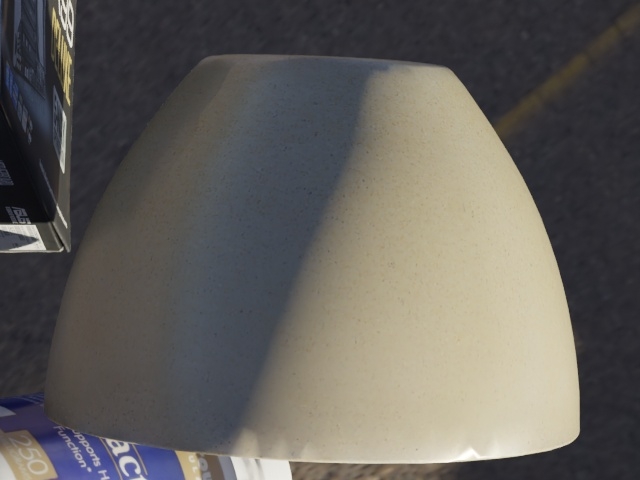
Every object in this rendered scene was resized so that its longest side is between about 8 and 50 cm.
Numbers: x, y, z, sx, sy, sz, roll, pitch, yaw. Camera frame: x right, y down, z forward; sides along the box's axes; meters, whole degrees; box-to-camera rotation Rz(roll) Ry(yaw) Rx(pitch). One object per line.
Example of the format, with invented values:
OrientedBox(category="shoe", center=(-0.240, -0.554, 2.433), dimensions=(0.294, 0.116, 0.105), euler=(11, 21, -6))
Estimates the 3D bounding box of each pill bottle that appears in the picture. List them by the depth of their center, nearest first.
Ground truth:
OrientedBox(category="pill bottle", center=(-0.143, 0.163, 1.072), dimensions=(0.265, 0.153, 0.153), euler=(-3, 71, -54))

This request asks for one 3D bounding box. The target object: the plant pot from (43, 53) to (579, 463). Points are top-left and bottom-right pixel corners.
OrientedBox(category="plant pot", center=(0.000, 0.000, 0.959), dimensions=(0.284, 0.284, 0.191), euler=(2, 93, -30))

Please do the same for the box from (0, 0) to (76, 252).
OrientedBox(category="box", center=(-0.207, -0.148, 1.121), dimensions=(0.076, 0.307, 0.242), euler=(0, 73, -1))
